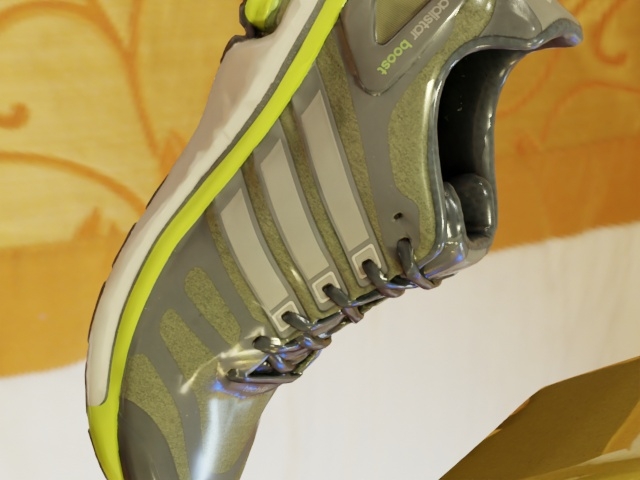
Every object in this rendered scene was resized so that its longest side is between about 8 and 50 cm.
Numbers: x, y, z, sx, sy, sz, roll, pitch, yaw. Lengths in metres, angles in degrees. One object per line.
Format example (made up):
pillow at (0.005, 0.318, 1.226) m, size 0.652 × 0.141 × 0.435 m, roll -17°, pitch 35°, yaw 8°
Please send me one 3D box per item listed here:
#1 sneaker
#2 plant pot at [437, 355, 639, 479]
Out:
sneaker at (0.000, 0.000, 0.719) m, size 0.111 × 0.121 × 0.300 m, roll -11°, pitch 129°, yaw -61°
plant pot at (0.082, 0.071, 0.404) m, size 0.081 × 0.083 × 0.081 m, roll -34°, pitch 91°, yaw -44°
